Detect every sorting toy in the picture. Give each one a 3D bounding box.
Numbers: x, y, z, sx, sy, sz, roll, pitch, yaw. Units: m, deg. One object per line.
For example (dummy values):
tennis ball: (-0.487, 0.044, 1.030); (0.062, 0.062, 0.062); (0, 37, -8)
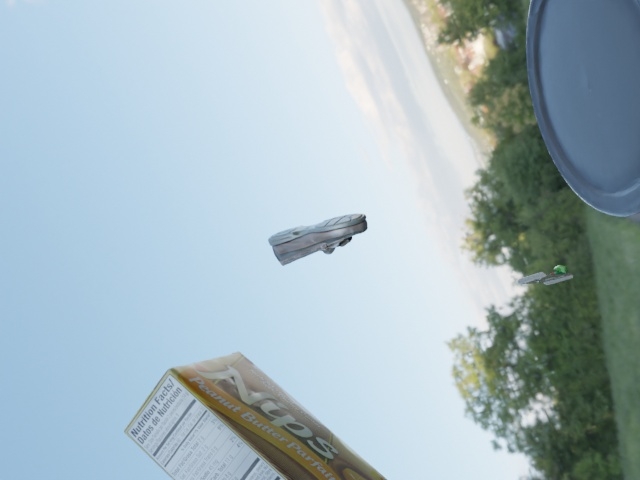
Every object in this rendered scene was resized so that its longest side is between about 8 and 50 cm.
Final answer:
sorting toy: (0.345, 0.052, 0.857); (0.062, 0.083, 0.012); (5, -109, -24)

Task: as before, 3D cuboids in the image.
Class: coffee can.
coffee can: (0.327, -0.151, 0.422); (0.201, 0.275, 0.202); (164, 90, -90)

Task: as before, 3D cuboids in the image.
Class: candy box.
candy box: (-0.027, 0.253, 0.599); (0.316, 0.088, 0.183); (37, -177, 14)

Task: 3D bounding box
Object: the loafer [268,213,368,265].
loafer: (0.000, 0.000, 0.634); (0.045, 0.125, 0.039); (-35, -70, -56)
